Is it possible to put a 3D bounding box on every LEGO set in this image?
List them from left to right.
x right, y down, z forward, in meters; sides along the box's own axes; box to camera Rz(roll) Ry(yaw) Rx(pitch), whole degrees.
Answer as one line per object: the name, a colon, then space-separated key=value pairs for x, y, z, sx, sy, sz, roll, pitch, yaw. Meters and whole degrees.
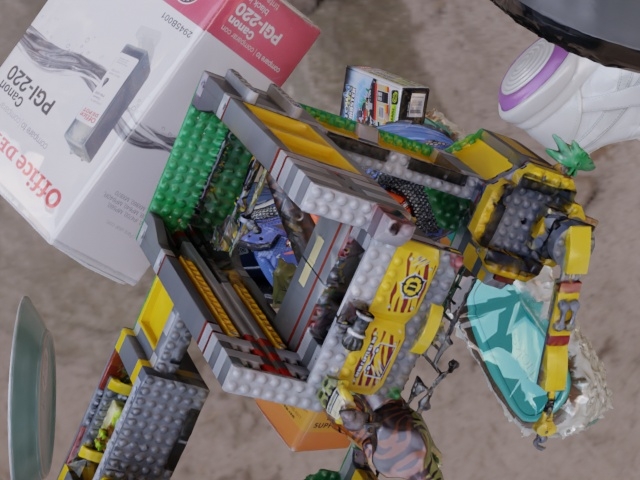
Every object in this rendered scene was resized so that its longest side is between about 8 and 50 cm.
LEGO set: x=0.012 y=0.082 z=0.674 sx=0.331 sy=0.255 sz=0.192 roll=-59 pitch=29 yaw=10

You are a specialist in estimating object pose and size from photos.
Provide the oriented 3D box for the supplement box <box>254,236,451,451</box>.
supplement box: x=0.032 y=0.082 z=1.270 sx=0.080 sy=0.078 sz=0.233 roll=48 pitch=121 yaw=39

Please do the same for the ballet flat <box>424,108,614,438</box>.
ballet flat: x=0.194 y=0.042 z=1.525 sx=0.147 sy=0.147 sz=0.409 roll=-40 pitch=57 yaw=28

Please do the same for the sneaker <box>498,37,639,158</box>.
sneaker: x=0.320 y=-0.184 z=1.339 sx=0.152 sy=0.114 sz=0.305 roll=38 pitch=127 yaw=-22

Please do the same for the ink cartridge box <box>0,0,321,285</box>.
ink cartridge box: x=-0.130 y=-0.103 z=0.951 sx=0.158 sy=0.092 sz=0.218 roll=39 pitch=96 yaw=40

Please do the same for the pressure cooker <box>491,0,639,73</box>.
pressure cooker: x=0.198 y=-0.315 z=0.600 sx=0.375 sy=0.420 sz=0.370 roll=-3 pitch=57 yaw=5

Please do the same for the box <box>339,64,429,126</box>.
box: x=0.056 y=-0.073 z=1.482 sx=0.114 sy=0.036 sz=0.207 roll=31 pitch=118 yaw=55

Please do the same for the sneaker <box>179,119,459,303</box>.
sneaker: x=0.000 y=0.000 z=0.832 sx=0.221 sy=0.087 sz=0.083 roll=-21 pitch=117 yaw=29

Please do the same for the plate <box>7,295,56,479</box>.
plate: x=-0.246 y=0.141 z=1.208 sx=0.024 sy=0.188 sz=0.188 roll=1 pitch=100 yaw=-4
